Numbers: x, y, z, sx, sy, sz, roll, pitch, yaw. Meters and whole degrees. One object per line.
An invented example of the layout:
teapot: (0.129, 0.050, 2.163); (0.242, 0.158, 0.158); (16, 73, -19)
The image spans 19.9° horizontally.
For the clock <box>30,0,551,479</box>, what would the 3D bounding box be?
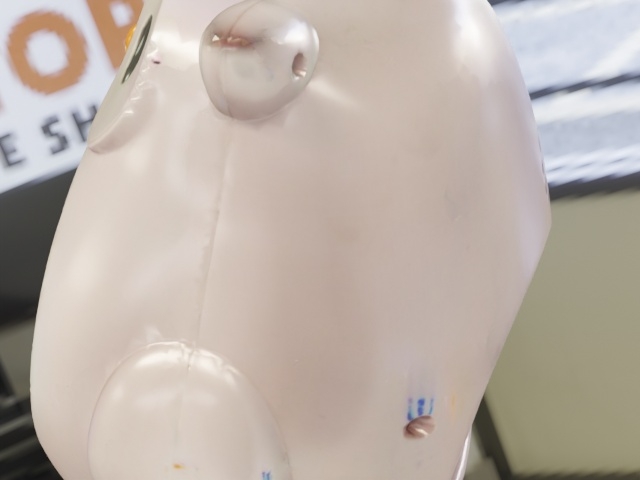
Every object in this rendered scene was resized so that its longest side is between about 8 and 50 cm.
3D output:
clock: (0.000, 0.000, 1.049); (0.251, 0.376, 0.368); (15, 35, 12)
